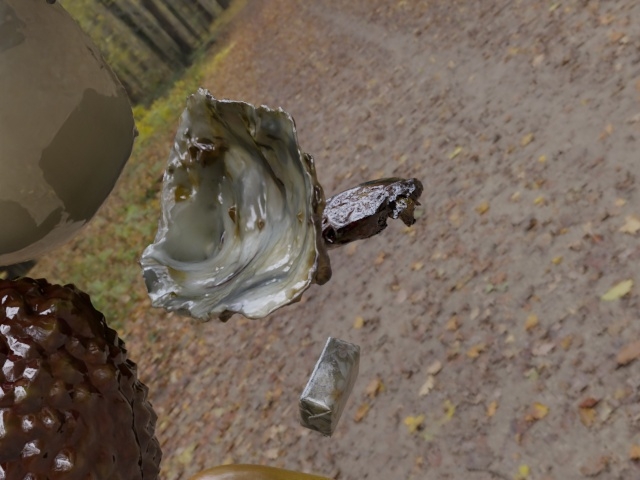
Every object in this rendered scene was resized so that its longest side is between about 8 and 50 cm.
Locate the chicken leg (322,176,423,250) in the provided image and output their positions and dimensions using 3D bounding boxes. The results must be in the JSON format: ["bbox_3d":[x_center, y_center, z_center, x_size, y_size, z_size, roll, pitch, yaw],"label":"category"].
[{"bbox_3d":[0.000,0.000,0.852,0.253,0.051,0.106,-31,20,12],"label":"chicken leg"}]

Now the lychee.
[{"bbox_3d":[-0.225,0.159,0.553,0.236,0.236,0.271,-152,77,-71],"label":"lychee"}]

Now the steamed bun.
[{"bbox_3d":[-0.302,-0.113,0.584,0.206,0.324,0.324,-47,18,-14],"label":"steamed bun"}]

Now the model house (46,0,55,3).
[{"bbox_3d":[-0.117,-0.218,0.397,0.183,0.172,0.166,-108,27,-47],"label":"model house"}]

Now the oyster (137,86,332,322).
[{"bbox_3d":[-0.087,-0.033,0.707,0.396,0.111,0.204,3,84,64],"label":"oyster"}]

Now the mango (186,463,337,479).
[{"bbox_3d":[-0.072,0.314,0.872,0.253,0.138,0.113,-11,22,9],"label":"mango"}]

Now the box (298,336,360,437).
[{"bbox_3d":[0.010,0.165,0.877,0.062,0.045,0.098,90,-157,-49],"label":"box"}]
